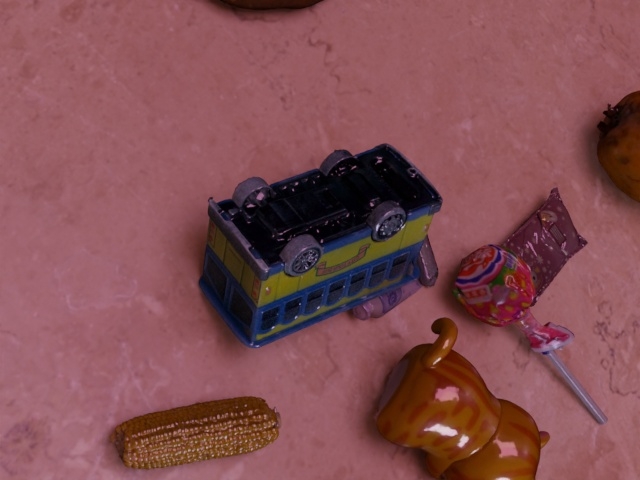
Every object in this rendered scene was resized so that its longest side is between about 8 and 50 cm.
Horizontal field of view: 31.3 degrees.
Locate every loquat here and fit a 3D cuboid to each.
[{"bbox_3d":[0.570,-0.158,1.944,0.234,0.176,0.187,38,46,-15],"label":"loquat"}]

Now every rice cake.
[{"bbox_3d":[0.144,-0.029,1.769,0.033,0.033,0.207,-11,80,-28],"label":"rice cake"}]

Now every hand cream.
[{"bbox_3d":[0.097,0.070,1.712,0.142,0.053,0.084,-41,99,-40],"label":"hand cream"}]

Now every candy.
[{"bbox_3d":[0.343,0.159,1.788,0.365,0.124,0.124,50,60,-15],"label":"candy"}]

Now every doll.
[{"bbox_3d":[0.201,0.261,1.644,0.269,0.162,0.166,44,46,-20],"label":"doll"}]

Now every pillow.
[{"bbox_3d":[0.358,0.011,1.859,0.185,0.043,0.118,-40,101,-26],"label":"pillow"}]

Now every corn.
[{"bbox_3d":[-0.158,0.254,1.511,0.238,0.080,0.080,-6,78,-29],"label":"corn"}]

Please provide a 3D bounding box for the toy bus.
[{"bbox_3d":[0.000,0.000,1.588,0.312,0.190,0.152,-21,53,-29],"label":"toy bus"}]

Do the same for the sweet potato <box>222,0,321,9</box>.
[{"bbox_3d":[-0.068,-0.407,1.747,0.286,0.085,0.112,-8,75,-28],"label":"sweet potato"}]
